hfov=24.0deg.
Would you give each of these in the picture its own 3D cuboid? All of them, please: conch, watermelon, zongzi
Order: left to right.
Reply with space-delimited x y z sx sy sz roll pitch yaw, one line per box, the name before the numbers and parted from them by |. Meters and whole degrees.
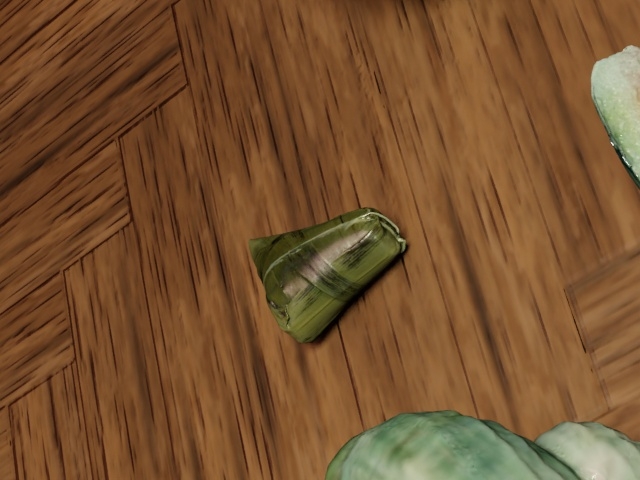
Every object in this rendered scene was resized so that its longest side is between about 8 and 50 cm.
zongzi | 0.000 0.000 1.024 0.104 0.052 0.113 -41 37 13
conch | 0.086 0.189 0.789 0.277 0.195 0.220 -36 70 -2
watermelon | 0.221 -0.030 0.819 0.094 0.081 0.180 -25 73 14
